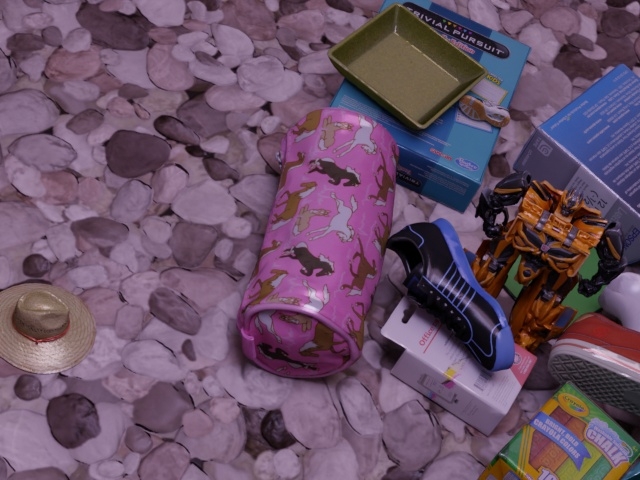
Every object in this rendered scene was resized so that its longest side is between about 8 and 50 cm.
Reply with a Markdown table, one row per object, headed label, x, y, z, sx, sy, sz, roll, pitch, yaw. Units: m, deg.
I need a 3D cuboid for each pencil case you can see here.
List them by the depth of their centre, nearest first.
| label | x | y | z | sx | sy | sz | roll | pitch | yaw |
| --- | --- | --- | --- | --- | --- | --- | --- | --- | --- |
| pencil case | 0.000 | 0.000 | 1.763 | 0.160 | 0.167 | 0.386 | 42 | 42 | -31 |

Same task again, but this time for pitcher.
| label | x | y | z | sx | sy | sz | roll | pitch | yaw |
| --- | --- | --- | --- | --- | --- | --- | --- | --- | --- |
| pitcher | 0.507 | 0.151 | 1.846 | 0.177 | 0.125 | 0.207 | 4 | 44 | -22 |

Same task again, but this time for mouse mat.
| label | x | y | z | sx | sy | sz | roll | pitch | yaw |
| --- | --- | --- | --- | --- | --- | --- | --- | --- | --- |
| mouse mat | 0.356 | 0.055 | 1.938 | 0.189 | 0.007 | 0.152 | -27 | 66 | -31 |

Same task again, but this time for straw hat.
| label | x | y | z | sx | sy | sz | roll | pitch | yaw |
| --- | --- | --- | --- | --- | --- | --- | --- | --- | --- |
| straw hat | -0.350 | 0.093 | 1.635 | 0.144 | 0.061 | 0.144 | 9 | 51 | -12 |

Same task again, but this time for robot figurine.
| label | x | y | z | sx | sy | sz | roll | pitch | yaw |
| --- | --- | --- | --- | --- | --- | --- | --- | --- | --- |
| robot figurine | 0.279 | 0.037 | 1.740 | 0.211 | 0.291 | 0.085 | 29 | 50 | 5 |

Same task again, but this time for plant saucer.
| label | x | y | z | sx | sy | sz | roll | pitch | yaw |
| --- | --- | --- | --- | --- | --- | --- | --- | --- | --- |
| plant saucer | 0.127 | -0.254 | 1.965 | 0.188 | 0.045 | 0.188 | 40 | 51 | 12 |

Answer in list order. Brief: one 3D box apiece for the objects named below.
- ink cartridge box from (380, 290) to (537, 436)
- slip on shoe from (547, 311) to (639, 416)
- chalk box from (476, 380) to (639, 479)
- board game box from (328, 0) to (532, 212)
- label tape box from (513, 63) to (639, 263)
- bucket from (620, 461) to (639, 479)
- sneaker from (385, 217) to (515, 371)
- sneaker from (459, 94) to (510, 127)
| label | x | y | z | sx | sy | sz | roll | pitch | yaw |
| --- | --- | --- | --- | --- | --- | --- | --- | --- | --- |
| ink cartridge box | 0.177 | 0.157 | 1.760 | 0.198 | 0.067 | 0.115 | 34 | 51 | 6 |
| slip on shoe | 0.463 | 0.187 | 1.692 | 0.331 | 0.123 | 0.101 | 23 | 54 | 11 |
| chalk box | 0.310 | 0.283 | 1.666 | 0.132 | 0.132 | 0.213 | 41 | 53 | 14 |
| board game box | 0.166 | -0.229 | 2.041 | 0.254 | 0.079 | 0.336 | 25 | 50 | 0 |
| label tape box | 0.513 | -0.087 | 2.032 | 0.347 | 0.115 | 0.249 | 45 | 54 | 13 |
| bucket | 0.484 | 0.352 | 1.566 | 0.281 | 0.281 | 0.183 | 42 | 40 | 14 |
| sneaker | 0.167 | 0.078 | 1.718 | 0.090 | 0.081 | 0.232 | -15 | 63 | -26 |
| sneaker | 0.249 | -0.200 | 1.981 | 0.083 | 0.032 | 0.037 | 26 | 36 | -5 |
